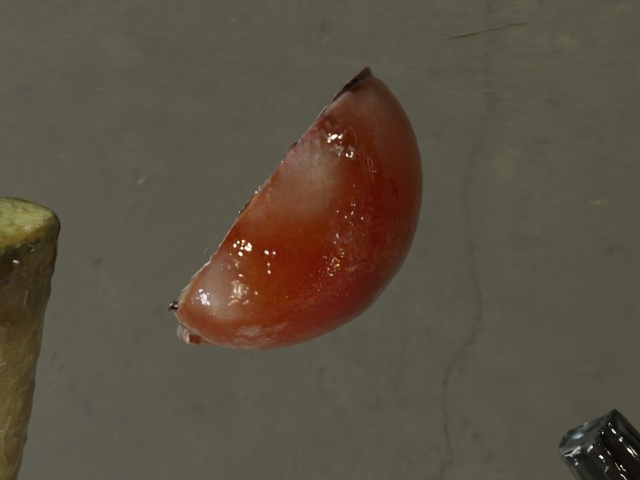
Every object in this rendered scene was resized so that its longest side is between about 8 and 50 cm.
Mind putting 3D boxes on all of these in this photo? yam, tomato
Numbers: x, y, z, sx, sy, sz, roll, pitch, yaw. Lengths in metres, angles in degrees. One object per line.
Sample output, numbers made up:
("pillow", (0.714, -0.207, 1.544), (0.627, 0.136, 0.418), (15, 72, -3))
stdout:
("yam", (-0.207, 0.141, 0.920), (0.081, 0.081, 0.356), (12, 115, -2))
("tomato", (0.000, 0.000, 1.113), (0.112, 0.199, 0.228), (36, 108, 3))

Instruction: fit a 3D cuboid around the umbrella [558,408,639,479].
("umbrella", (0.220, 0.211, 0.705), (0.118, 0.118, 0.340), (-41, 95, 4))
